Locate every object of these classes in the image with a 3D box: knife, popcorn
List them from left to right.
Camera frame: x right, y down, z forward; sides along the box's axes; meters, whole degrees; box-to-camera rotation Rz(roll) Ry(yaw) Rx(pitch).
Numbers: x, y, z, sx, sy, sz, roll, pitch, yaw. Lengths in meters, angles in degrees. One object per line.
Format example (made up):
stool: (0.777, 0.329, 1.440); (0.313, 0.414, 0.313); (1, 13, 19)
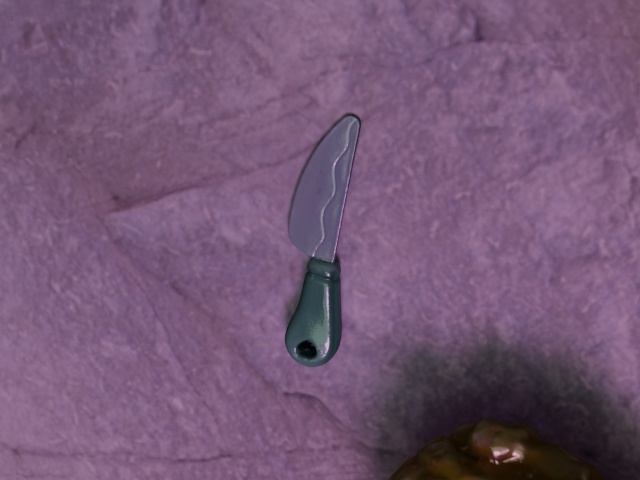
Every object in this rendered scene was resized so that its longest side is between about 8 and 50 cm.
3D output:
knife: (-0.002, 0.000, 1.332); (0.063, 0.034, 0.260); (11, 109, 16)
popcorn: (0.192, 0.333, 1.287); (0.335, 0.279, 0.274); (54, 157, 6)
